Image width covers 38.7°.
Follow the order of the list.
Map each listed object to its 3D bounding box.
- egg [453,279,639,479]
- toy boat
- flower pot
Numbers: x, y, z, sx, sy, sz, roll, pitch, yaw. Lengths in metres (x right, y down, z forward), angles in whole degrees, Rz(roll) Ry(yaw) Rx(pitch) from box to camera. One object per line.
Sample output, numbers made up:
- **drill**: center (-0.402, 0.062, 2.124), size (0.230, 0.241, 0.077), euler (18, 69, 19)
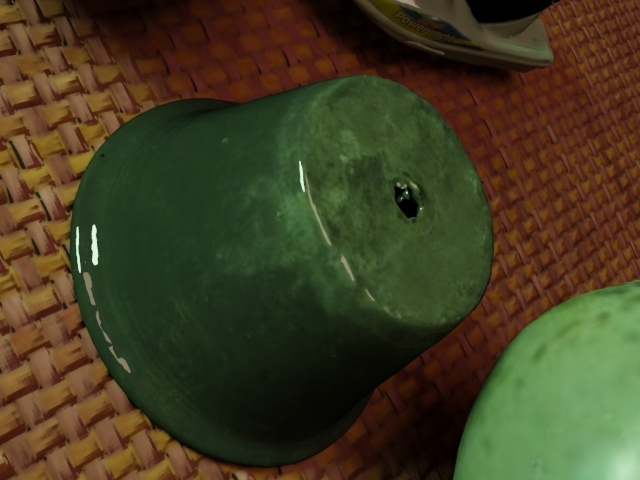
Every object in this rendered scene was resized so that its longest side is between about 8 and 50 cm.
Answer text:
- **egg**: center (0.255, 0.218, 0.515), size (0.345, 0.345, 0.428), euler (-24, 73, -46)
- **toy boat**: center (0.118, -0.219, 0.743), size (0.269, 0.141, 0.140), euler (6, 67, -57)
- **flower pot**: center (0.000, 0.000, 0.516), size (0.235, 0.148, 0.235), euler (20, 60, -37)
